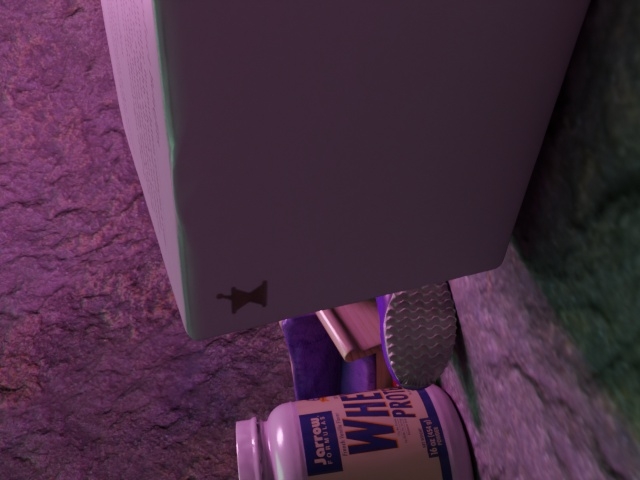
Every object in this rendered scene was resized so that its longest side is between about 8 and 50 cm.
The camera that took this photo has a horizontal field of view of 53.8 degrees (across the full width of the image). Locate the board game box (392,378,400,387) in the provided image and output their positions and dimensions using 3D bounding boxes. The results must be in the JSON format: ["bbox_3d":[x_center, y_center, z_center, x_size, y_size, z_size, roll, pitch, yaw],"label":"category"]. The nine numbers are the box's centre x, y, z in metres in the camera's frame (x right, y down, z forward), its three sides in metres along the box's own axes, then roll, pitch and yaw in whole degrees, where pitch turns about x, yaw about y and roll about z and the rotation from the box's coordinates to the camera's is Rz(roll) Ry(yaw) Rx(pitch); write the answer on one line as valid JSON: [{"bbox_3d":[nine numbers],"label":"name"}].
[{"bbox_3d":[0.161,0.366,1.273,0.281,0.027,0.145,-113,16,-67],"label":"board game box"}]

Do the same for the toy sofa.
[{"bbox_3d":[0.045,0.270,1.143,0.150,0.177,0.362,-126,25,-48],"label":"toy sofa"}]

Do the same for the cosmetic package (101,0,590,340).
[{"bbox_3d":[-0.025,-0.179,0.619,0.393,0.327,0.329,-120,27,-44],"label":"cosmetic package"}]

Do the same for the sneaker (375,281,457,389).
[{"bbox_3d":[0.132,0.090,0.956,0.146,0.102,0.293,96,173,-62],"label":"sneaker"}]

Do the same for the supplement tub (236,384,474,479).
[{"bbox_3d":[0.044,0.353,0.958,0.235,0.325,0.235,173,90,-83],"label":"supplement tub"}]
